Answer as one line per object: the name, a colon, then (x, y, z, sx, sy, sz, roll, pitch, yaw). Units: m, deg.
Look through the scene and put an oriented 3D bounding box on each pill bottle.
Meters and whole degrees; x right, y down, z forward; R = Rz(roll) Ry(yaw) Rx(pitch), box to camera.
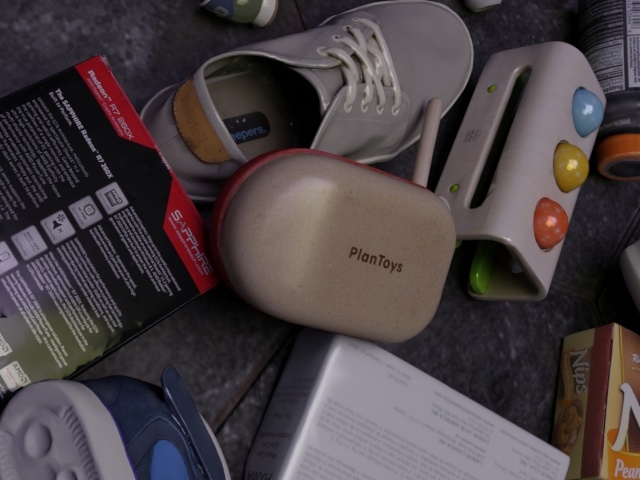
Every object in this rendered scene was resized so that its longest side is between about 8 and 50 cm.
pill bottle: (0.392, -0.202, 1.323, 0.130, 0.130, 0.246, 14, 69, -29)

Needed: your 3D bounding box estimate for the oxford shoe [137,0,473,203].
oxford shoe: (0.018, -0.155, 1.071, 0.449, 0.130, 0.169, -25, 88, -37)

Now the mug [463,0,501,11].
mug: (0.201, -0.316, 1.278, 0.078, 0.062, 0.064, -16, 93, -29)

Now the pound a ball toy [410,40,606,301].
pound a ball toy: (0.203, -0.083, 1.124, 0.208, 0.136, 0.319, 50, 52, -38)

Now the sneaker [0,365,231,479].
sneaker: (-0.114, 0.255, 0.807, 0.236, 0.130, 0.323, 26, 37, -63)

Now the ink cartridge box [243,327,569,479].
ink cartridge box: (0.051, 0.317, 0.992, 0.308, 0.091, 0.385, 32, 69, -22)

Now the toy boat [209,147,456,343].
toy boat: (0.000, 0.000, 0.954, 0.231, 0.151, 0.151, 17, 90, -34)

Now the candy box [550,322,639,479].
candy box: (0.418, 0.242, 1.233, 0.316, 0.087, 0.183, 26, 61, -24)

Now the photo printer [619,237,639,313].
photo printer: (0.499, 0.098, 1.246, 0.307, 0.107, 0.256, 4, 50, -44)

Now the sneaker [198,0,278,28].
sneaker: (-0.099, -0.316, 1.078, 0.086, 0.064, 0.192, -2, 80, -38)

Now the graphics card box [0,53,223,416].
graphics card box: (-0.278, 0.026, 0.847, 0.371, 0.094, 0.233, -35, 97, -36)
